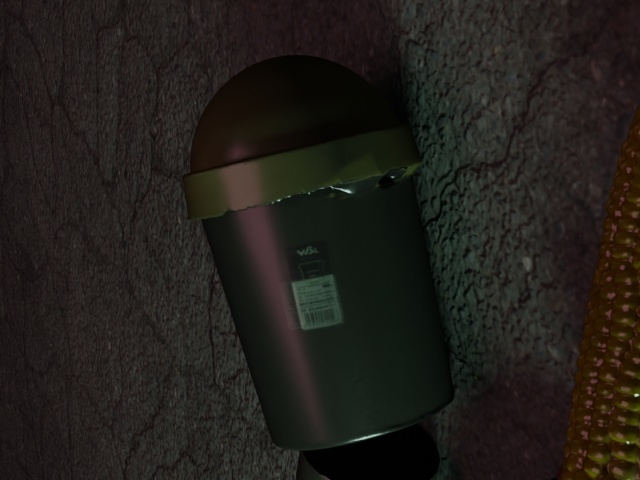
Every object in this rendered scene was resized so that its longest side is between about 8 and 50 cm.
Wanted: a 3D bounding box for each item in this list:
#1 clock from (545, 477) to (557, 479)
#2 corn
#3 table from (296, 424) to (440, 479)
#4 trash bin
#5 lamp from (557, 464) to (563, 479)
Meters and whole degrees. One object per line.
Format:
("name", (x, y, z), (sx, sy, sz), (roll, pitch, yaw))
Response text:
("clock", (0.205, 0.330, 0.855), (0.280, 0.055, 0.280), (24, 118, 56))
("corn", (0.209, 0.051, 0.662), (0.106, 0.106, 0.305), (0, 82, 61))
("table", (0.045, 0.213, 1.027), (0.133, 0.133, 0.043), (41, 132, 49))
("trash bin", (0.000, 0.000, 0.972), (0.214, 0.214, 0.334), (-9, 99, 61))
("lamp", (0.217, 0.175, 0.749), (0.107, 0.092, 0.107), (-9, 73, 31))
